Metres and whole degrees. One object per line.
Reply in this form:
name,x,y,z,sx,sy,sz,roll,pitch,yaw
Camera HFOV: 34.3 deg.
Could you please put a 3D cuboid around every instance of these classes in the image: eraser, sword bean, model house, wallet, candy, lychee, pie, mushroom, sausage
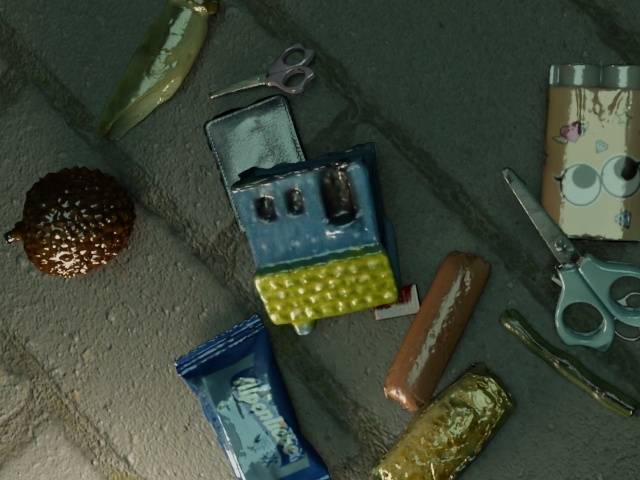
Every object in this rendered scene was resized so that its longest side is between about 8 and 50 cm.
eraser,0.456,-0.144,1.720,0.171,0.087,0.290,3,87,11
sword bean,0.412,0.205,1.730,0.269,0.038,0.043,38,100,13
model house,0.000,0.000,1.744,0.237,0.215,0.303,-11,106,9
wallet,-0.104,-0.143,1.867,0.167,0.036,0.222,-21,84,9
candy,-0.122,0.316,1.820,0.187,0.077,0.331,-27,82,2
lychee,-0.450,-0.033,1.855,0.238,0.200,0.200,-10,84,-1
pie,0.206,0.338,1.751,0.128,0.068,0.282,42,99,12
mushroom,-0.295,-0.320,1.895,0.107,0.087,0.333,32,97,16
sausage,0.196,0.151,1.755,0.086,0.086,0.289,26,93,13

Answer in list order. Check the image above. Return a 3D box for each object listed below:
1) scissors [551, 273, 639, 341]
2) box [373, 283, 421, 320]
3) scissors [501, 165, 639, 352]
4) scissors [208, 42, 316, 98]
scissors,0.467,0.100,1.733,0.176,0.022,0.085,27,99,10
box,0.132,0.108,1.803,0.082,0.023,0.051,-12,82,11
scissors,0.402,0.021,1.684,0.191,0.029,0.360,-34,98,26
scissors,-0.107,-0.290,1.875,0.212,0.021,0.110,-16,55,19
